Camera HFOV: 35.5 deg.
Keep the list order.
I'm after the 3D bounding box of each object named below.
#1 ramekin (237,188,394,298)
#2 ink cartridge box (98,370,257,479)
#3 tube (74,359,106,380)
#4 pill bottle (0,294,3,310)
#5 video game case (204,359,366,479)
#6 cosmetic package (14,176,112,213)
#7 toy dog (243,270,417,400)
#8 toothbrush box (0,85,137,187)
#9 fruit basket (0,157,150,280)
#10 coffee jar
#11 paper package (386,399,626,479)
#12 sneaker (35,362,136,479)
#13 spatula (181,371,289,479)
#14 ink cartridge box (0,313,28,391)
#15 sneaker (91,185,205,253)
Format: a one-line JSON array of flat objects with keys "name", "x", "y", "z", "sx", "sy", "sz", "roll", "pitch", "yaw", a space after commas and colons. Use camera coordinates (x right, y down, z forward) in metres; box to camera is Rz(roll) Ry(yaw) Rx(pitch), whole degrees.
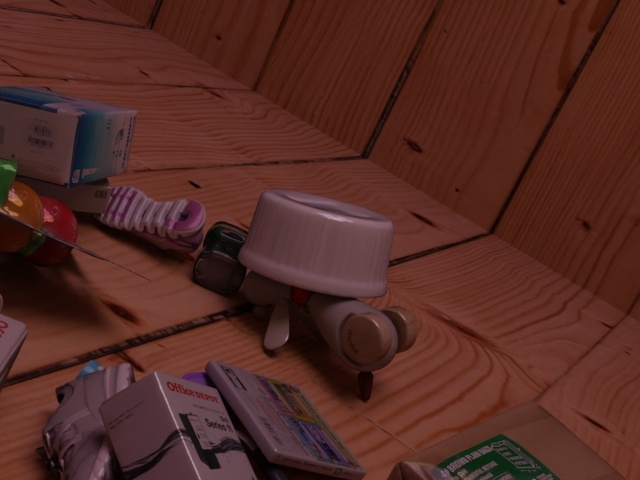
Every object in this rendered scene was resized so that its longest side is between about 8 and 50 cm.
[{"name": "ramekin", "x": 0.000, "y": 0.000, "z": 1.797, "sx": 0.277, "sy": 0.135, "sz": 0.277, "roll": 13, "pitch": 9, "yaw": -2}, {"name": "ink cartridge box", "x": -0.144, "y": 0.262, "z": 1.120, "sx": 0.208, "sy": 0.087, "sz": 0.153, "roll": 61, "pitch": 12, "yaw": 25}, {"name": "tube", "x": -0.232, "y": 0.235, "z": 1.322, "sx": 0.207, "sy": 0.052, "sz": 0.080, "roll": 33, "pitch": 23, "yaw": 4}, {"name": "pill bottle", "x": -0.502, "y": 0.068, "z": 1.379, "sx": 0.120, "sy": 0.067, "sz": 0.067, "roll": 33, "pitch": 19, "yaw": 21}, {"name": "video game case", "x": -0.052, "y": 0.264, "z": 1.463, "sx": 0.193, "sy": 0.023, "sz": 0.212, "roll": 25, "pitch": 14, "yaw": -43}, {"name": "cosmetic package", "x": -0.508, "y": -0.104, "z": 1.808, "sx": 0.239, "sy": 0.060, "sz": 0.099, "roll": 6, "pitch": 27, "yaw": -25}, {"name": "toy dog", "x": 0.010, "y": 0.165, "z": 1.746, "sx": 0.220, "sy": 0.161, "sz": 0.333, "roll": 7, "pitch": 11, "yaw": -39}, {"name": "toothbrush box", "x": -0.470, "y": -0.186, "z": 1.729, "sx": 0.216, "sy": 0.126, "sz": 0.295, "roll": 14, "pitch": 9, "yaw": 6}, {"name": "fruit basket", "x": -0.473, "y": -0.021, "z": 1.509, "sx": 0.353, "sy": 0.165, "sz": 0.327, "roll": 35, "pitch": -11, "yaw": -38}, {"name": "coffee jar", "x": -0.183, "y": 0.029, "z": 1.900, "sx": 0.096, "sy": 0.079, "sz": 0.184, "roll": 23, "pitch": 19, "yaw": -6}, {"name": "paper package", "x": 0.156, "y": 0.358, "z": 1.076, "sx": 0.168, "sy": 0.310, "sz": 0.325, "roll": 35, "pitch": 21, "yaw": 27}, {"name": "sneaker", "x": -0.277, "y": 0.257, "z": 1.169, "sx": 0.115, "sy": 0.105, "sz": 0.281, "roll": -10, "pitch": 26, "yaw": 0}, {"name": "spatula", "x": -0.103, "y": 0.283, "z": 1.384, "sx": 0.084, "sy": 0.030, "sz": 0.296, "roll": 5, "pitch": 28, "yaw": -45}, {"name": "ink cartridge box", "x": -0.500, "y": 0.128, "z": 1.138, "sx": 0.272, "sy": 0.114, "sz": 0.197, "roll": 23, "pitch": 17, "yaw": -8}, {"name": "sneaker", "x": -0.319, "y": -0.029, "z": 1.880, "sx": 0.236, "sy": 0.104, "sz": 0.095, "roll": 12, "pitch": 56, "yaw": 18}]
